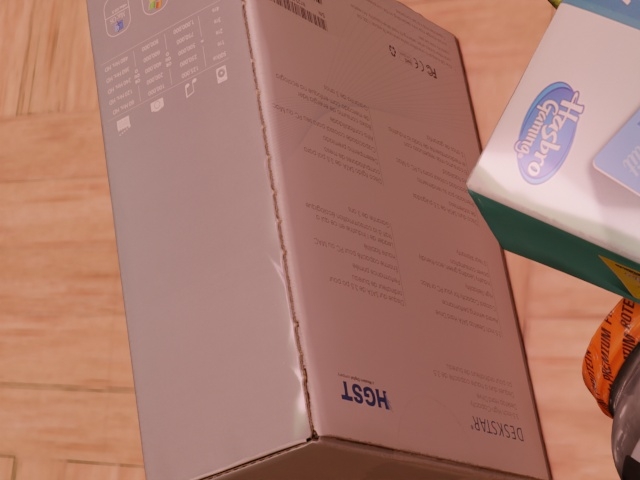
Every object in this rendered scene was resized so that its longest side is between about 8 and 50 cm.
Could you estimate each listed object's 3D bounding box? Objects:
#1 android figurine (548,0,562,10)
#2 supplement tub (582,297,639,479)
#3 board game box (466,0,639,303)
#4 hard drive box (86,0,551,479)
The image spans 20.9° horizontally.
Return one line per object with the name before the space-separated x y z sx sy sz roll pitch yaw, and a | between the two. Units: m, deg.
android figurine | 0.221 -0.157 0.712 0.273 0.056 0.248 -43 56 21
supplement tub | 0.186 0.093 0.632 0.117 0.117 0.190 -47 56 18
board game box | 0.255 -0.053 0.557 0.336 0.079 0.254 25 82 22
hard drive box | 0.000 0.000 0.758 0.089 0.181 0.232 -24 64 31
